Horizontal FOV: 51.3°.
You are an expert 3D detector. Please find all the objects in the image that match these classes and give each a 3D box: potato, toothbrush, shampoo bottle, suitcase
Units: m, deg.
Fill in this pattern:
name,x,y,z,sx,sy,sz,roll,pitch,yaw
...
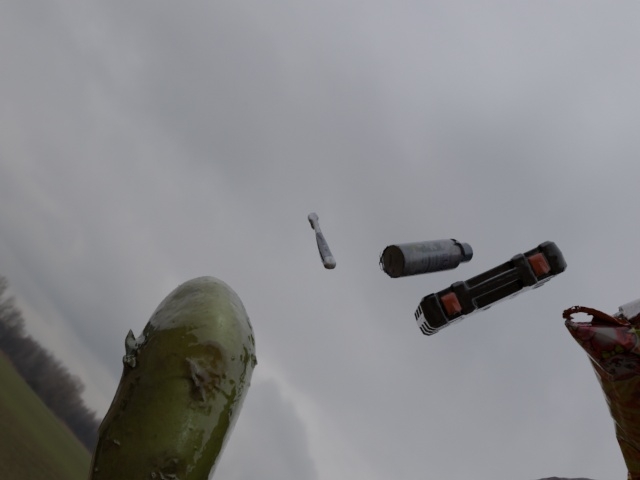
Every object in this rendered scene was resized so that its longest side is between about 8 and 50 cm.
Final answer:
name,x,y,z,sx,sy,sz,roll,pitch,yaw
potato,-0.096,0.109,0.423,0.085,0.188,0.105,23,-17,-16
toothbrush,0.000,0.000,1.221,0.288,0.024,0.026,-112,-169,-70
shampoo bottle,0.217,0.032,1.314,0.072,0.214,0.072,8,-80,51
suitcase,0.326,0.100,1.316,0.206,0.285,0.066,71,-5,-77

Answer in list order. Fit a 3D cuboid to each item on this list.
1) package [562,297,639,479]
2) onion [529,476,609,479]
name,x,y,z,sx,sy,sz,roll,pitch,yaw
package,0.442,0.158,0.819,0.108,0.223,0.288,-92,156,-69
onion,0.193,0.298,0.441,0.336,0.260,0.282,-2,-86,47
